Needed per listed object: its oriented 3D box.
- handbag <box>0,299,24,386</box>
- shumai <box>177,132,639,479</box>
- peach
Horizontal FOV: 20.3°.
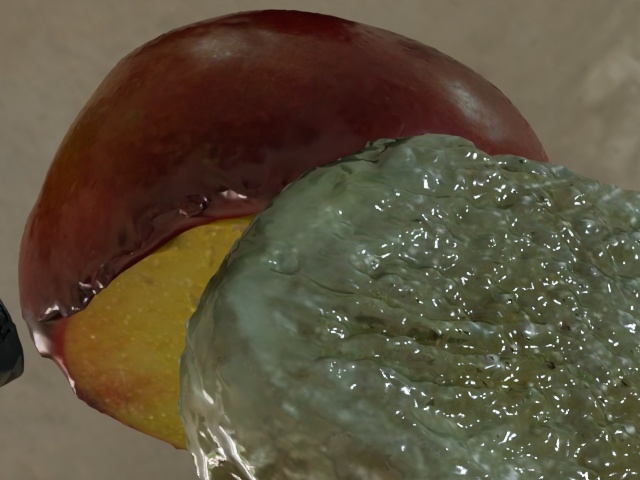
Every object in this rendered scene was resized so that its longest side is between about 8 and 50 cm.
[{"bbox_3d":[-0.315,0.107,1.029,0.247,0.223,0.080,-18,100,16],"label":"handbag"},{"bbox_3d":[0.042,0.089,0.774,0.261,0.225,0.222,-13,154,-41],"label":"shumai"},{"bbox_3d":[-0.012,-0.013,1.340,0.406,0.310,0.335,2,140,6],"label":"peach"}]
